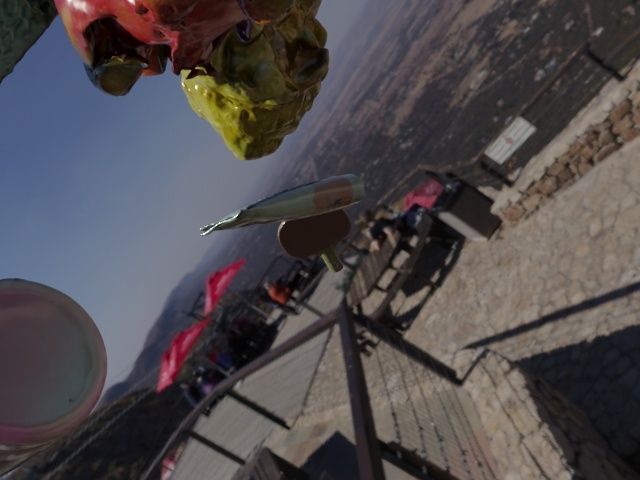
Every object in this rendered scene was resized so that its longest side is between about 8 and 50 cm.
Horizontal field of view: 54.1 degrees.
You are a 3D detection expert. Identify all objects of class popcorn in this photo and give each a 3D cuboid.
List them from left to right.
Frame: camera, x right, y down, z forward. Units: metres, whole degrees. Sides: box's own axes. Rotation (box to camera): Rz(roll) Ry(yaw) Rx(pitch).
[{"bbox_3d":[-0.127,-0.339,1.082,0.294,0.292,0.334,-21,55,30],"label":"popcorn"}]

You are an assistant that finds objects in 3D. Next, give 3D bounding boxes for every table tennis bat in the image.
[{"bbox_3d":[0.000,0.000,1.220,0.138,0.022,0.246,-26,-33,3],"label":"table tennis bat"}]

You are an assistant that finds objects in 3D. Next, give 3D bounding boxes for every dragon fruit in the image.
[{"bbox_3d":[-0.125,-0.250,0.543,0.307,0.243,0.227,88,173,-68],"label":"dragon fruit"}]

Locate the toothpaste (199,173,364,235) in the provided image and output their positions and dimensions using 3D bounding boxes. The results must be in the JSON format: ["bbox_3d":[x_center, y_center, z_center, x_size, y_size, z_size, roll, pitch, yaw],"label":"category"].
[{"bbox_3d":[-0.025,-0.036,0.605,0.056,0.036,0.205,-25,-4,38],"label":"toothpaste"}]

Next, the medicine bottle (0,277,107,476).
[{"bbox_3d":[-0.449,0.207,0.824,0.325,0.212,0.212,-34,21,35],"label":"medicine bottle"}]

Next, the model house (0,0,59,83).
[{"bbox_3d":[-0.744,-0.526,1.158,0.297,0.360,0.339,-59,-12,-17],"label":"model house"}]
